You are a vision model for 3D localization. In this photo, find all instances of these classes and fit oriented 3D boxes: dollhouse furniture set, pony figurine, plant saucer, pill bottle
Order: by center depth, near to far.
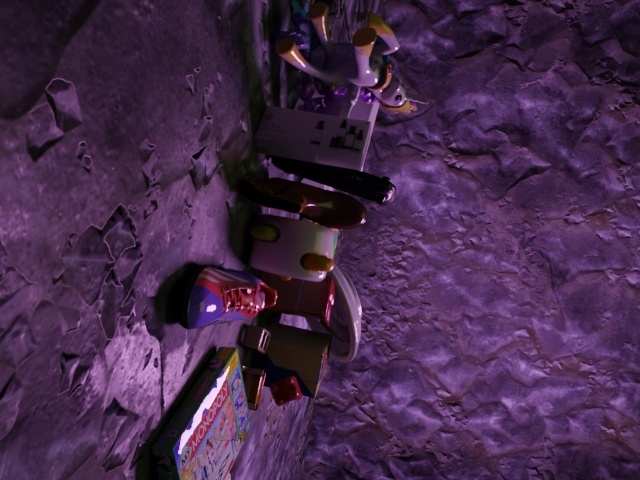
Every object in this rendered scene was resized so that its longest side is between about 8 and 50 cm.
[{"bbox_3d":[0.046,-0.384,1.301,0.363,0.350,0.303,33,63,-61],"label":"pony figurine"},{"bbox_3d":[-0.094,0.269,1.482,0.152,0.201,0.374,76,26,-72],"label":"dollhouse furniture set"},{"bbox_3d":[0.035,0.189,1.787,0.400,0.100,0.401,50,-27,38],"label":"plant saucer"},{"bbox_3d":[-0.013,-0.159,1.814,0.193,0.108,0.108,16,85,-82],"label":"pill bottle"}]

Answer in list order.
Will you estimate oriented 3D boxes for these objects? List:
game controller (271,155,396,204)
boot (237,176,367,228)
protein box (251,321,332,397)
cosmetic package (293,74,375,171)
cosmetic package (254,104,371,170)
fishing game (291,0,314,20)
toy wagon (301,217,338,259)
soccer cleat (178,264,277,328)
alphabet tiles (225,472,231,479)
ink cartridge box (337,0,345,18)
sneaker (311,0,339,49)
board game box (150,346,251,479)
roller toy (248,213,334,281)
[{"bbox_3d":[0.032,-0.161,1.368,0.166,0.319,0.067,0,110,-79],"label":"game controller"},{"bbox_3d":[-0.027,-0.089,1.253,0.096,0.264,0.280,-65,175,6],"label":"boot"},{"bbox_3d":[-0.083,0.351,1.671,0.201,0.199,0.136,-34,135,-80],"label":"protein box"},{"bbox_3d":[0.055,-0.385,1.618,0.156,0.217,0.385,93,9,-48],"label":"cosmetic package"},{"bbox_3d":[-0.015,-0.227,1.224,0.060,0.238,0.099,88,15,-57],"label":"cosmetic package"},{"bbox_3d":[-0.030,-0.614,1.328,0.264,0.041,0.189,35,69,-82],"label":"fishing game"},{"bbox_3d":[0.000,0.000,2.061,0.344,0.068,0.268,8,94,-66],"label":"toy wagon"},{"bbox_3d":[-0.167,0.106,1.044,0.318,0.116,0.109,6,95,-82],"label":"soccer cleat"},{"bbox_3d":[-0.234,0.476,1.243,0.278,0.021,0.284,-50,140,-74],"label":"alphabet tiles"},{"bbox_3d":[0.040,-0.752,1.554,0.333,0.065,0.166,72,30,-76],"label":"ink cartridge box"},{"bbox_3d":[0.003,-0.595,1.546,0.077,0.071,0.178,-93,-161,-72],"label":"sneaker"},{"bbox_3d":[-0.224,0.389,1.118,0.317,0.046,0.214,-60,148,-64],"label":"board game box"},{"bbox_3d":[-0.068,0.025,1.343,0.191,0.209,0.146,116,-15,-89],"label":"roller toy"}]
